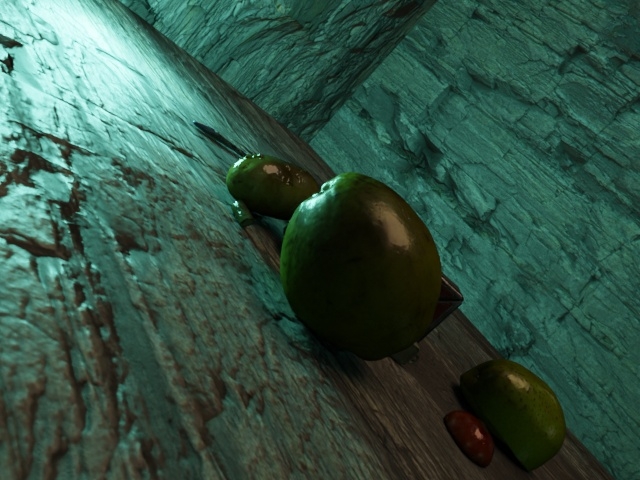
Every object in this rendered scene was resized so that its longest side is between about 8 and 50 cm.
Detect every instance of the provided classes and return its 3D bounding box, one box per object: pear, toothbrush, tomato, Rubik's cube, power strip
[{"bbox_3d":[0.597,0.495,1.625,0.318,0.238,0.342,46,9,-32],"label":"pear"},{"bbox_3d":[-0.318,-0.345,1.934,0.035,0.042,0.413,6,-16,40],"label":"toothbrush"},{"bbox_3d":[0.087,0.058,1.139,0.414,0.351,0.352,64,13,1],"label":"pear"},{"bbox_3d":[0.401,0.504,1.334,0.155,0.069,0.155,43,12,-11],"label":"tomato"},{"bbox_3d":[0.267,0.163,1.622,0.255,0.259,0.260,47,8,6],"label":"Rubik's cube"},{"bbox_3d":[0.168,0.247,1.418,0.272,0.078,0.052,40,11,-18],"label":"power strip"}]

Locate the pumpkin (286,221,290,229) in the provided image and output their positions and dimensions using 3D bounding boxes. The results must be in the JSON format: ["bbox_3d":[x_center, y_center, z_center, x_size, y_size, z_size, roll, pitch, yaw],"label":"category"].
[{"bbox_3d":[-0.012,-0.004,1.456,0.190,0.190,0.146,36,-14,-32],"label":"pumpkin"}]

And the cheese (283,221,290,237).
[{"bbox_3d":[-0.075,-0.053,1.632,0.235,0.049,0.127,-51,139,-69],"label":"cheese"}]

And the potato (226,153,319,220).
[{"bbox_3d":[-0.140,-0.154,1.491,0.210,0.173,0.307,24,4,37],"label":"potato"}]

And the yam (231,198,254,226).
[{"bbox_3d":[-0.206,-0.070,1.356,0.043,0.043,0.094,31,19,-47],"label":"yam"}]
